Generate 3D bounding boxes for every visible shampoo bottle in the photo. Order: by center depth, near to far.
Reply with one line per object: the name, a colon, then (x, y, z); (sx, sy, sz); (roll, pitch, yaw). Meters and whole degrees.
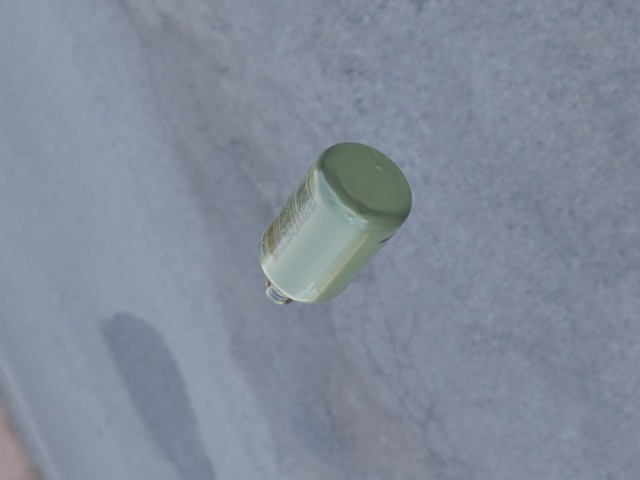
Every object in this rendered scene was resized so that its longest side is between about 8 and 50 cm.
shampoo bottle: (0.000, 0.000, 0.830); (0.079, 0.079, 0.162); (52, 138, 13)
